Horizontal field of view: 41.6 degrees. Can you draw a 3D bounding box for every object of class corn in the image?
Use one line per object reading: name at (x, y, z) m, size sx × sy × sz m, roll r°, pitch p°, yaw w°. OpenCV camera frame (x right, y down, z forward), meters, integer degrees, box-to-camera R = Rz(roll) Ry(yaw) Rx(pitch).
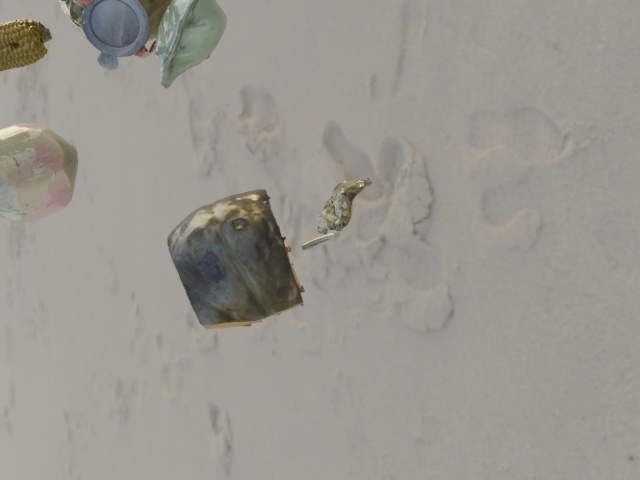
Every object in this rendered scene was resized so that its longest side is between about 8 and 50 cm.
corn at (-0.670, -0.383, 1.700) m, size 0.097 × 0.262 × 0.097 m, roll 48°, pitch 151°, yaw 39°

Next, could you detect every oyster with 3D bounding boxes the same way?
oyster at (0.030, -0.047, 1.153) m, size 0.121 × 0.045 × 0.146 m, roll -61°, pitch 5°, yaw 31°

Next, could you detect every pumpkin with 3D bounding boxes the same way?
pumpkin at (-0.159, 0.040, 1.643) m, size 0.303 × 0.225 × 0.256 m, roll 150°, pitch 97°, yaw -84°

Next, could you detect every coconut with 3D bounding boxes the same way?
coconut at (-0.673, -0.159, 1.962) m, size 0.227 × 0.230 × 0.227 m, roll 53°, pitch 155°, yaw 38°

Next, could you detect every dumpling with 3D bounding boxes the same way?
dumpling at (-0.215, -0.356, 1.439) m, size 0.152 × 0.108 × 0.219 m, roll 49°, pitch 122°, yaw 55°

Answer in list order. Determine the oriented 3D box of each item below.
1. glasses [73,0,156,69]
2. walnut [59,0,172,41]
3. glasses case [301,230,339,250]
glasses at (-0.368, -0.387, 1.410) m, size 0.118 × 0.234 × 0.268 m, roll -42°, pitch 5°, yaw 0°
walnut at (-0.420, -0.545, 1.726) m, size 0.282 × 0.277 × 0.253 m, roll 40°, pitch 159°, yaw 26°
glasses case at (0.000, 0.000, 1.730) m, size 0.032 × 0.083 × 0.021 m, roll -73°, pitch -39°, yaw -73°
